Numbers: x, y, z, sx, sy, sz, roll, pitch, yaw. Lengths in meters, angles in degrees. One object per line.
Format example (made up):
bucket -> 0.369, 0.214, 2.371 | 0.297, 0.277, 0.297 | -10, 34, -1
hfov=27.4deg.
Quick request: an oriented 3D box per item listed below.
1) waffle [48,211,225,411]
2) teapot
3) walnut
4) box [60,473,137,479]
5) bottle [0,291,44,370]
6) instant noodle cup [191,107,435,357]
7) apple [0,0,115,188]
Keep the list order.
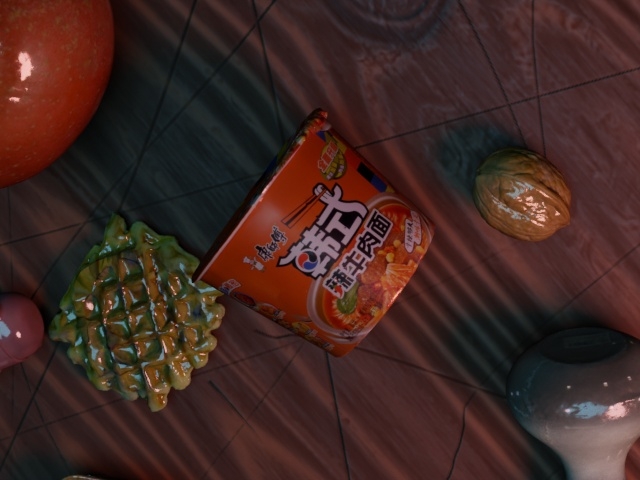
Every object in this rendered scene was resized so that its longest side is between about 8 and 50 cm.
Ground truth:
waffle -> -0.228, 0.098, 1.653 | 0.204, 0.054, 0.223 | 33, 103, 4
teapot -> 0.314, 0.234, 1.522 | 0.183, 0.183, 0.251 | -5, 111, 12
walnut -> 0.235, -0.052, 1.516 | 0.124, 0.105, 0.105 | 28, 104, 0
box -> -0.256, 0.354, 1.677 | 0.177, 0.111, 0.111 | 8, 101, 9
bottle -> -0.474, 0.139, 1.675 | 0.253, 0.120, 0.120 | -22, 95, 14
instant noodle cup -> 0.000, 0.000, 1.507 | 0.192, 0.250, 0.250 | 36, 104, -6
apple -> -0.410, -0.225, 1.517 | 0.348, 0.277, 0.349 | 2, 100, 11
